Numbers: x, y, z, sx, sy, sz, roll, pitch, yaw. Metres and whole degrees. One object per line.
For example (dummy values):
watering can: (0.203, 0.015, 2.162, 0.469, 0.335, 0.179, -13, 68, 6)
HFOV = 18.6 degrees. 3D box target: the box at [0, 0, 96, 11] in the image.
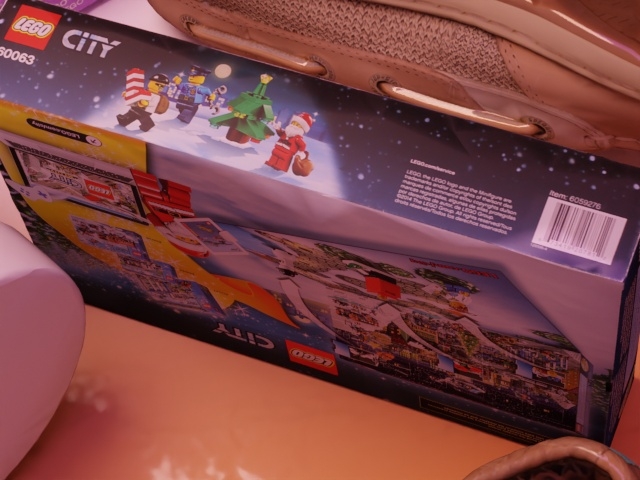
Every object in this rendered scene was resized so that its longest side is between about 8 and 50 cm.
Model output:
box: (-0.133, -0.201, 0.883, 0.293, 0.057, 0.201, -32, 63, -13)

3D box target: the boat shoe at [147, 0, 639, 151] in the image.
boat shoe: (0.083, -0.094, 0.777, 0.341, 0.110, 0.121, 21, 55, 14)

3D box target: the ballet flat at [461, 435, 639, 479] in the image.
ballet flat: (0.001, 0.189, 0.616, 0.116, 0.124, 0.342, 37, 70, 22)

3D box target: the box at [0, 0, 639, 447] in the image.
box: (0.000, 0.000, 0.701, 0.233, 0.159, 0.044, 17, 66, 14)

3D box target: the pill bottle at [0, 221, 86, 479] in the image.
pill bottle: (-0.230, -0.013, 0.729, 0.278, 0.162, 0.162, 36, 70, 22)
